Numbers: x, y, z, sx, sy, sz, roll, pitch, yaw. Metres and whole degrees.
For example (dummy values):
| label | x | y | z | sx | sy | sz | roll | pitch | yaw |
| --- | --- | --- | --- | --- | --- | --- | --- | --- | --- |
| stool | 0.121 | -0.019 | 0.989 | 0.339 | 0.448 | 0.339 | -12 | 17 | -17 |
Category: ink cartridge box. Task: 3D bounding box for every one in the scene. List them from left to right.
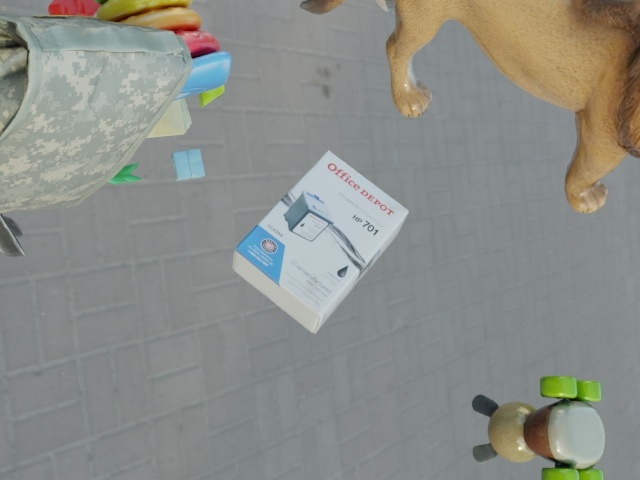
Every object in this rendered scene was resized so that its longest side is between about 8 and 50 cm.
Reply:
| label | x | y | z | sx | sy | sz | roll | pitch | yaw |
| --- | --- | --- | --- | --- | --- | --- | --- | --- | --- |
| ink cartridge box | 0.000 | 0.000 | 1.108 | 0.190 | 0.140 | 0.082 | -49 | 170 | -22 |

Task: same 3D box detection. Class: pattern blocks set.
| label | x | y | z | sx | sy | sz | roll | pitch | yaw |
| --- | --- | --- | --- | --- | --- | --- | --- | --- | --- |
| pattern blocks set | -0.290 | -0.247 | 1.343 | 0.286 | 0.026 | 0.324 | 0 | 85 | -24 |

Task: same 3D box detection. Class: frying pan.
| label | x | y | z | sx | sy | sz | roll | pitch | yaw |
| --- | --- | --- | --- | --- | --- | --- | --- | --- | --- |
| frying pan | -0.581 | -0.061 | 1.501 | 0.053 | 0.326 | 0.197 | -31 | 109 | -16 |

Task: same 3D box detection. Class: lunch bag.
| label | x | y | z | sx | sy | sz | roll | pitch | yaw |
| --- | --- | --- | --- | --- | --- | --- | --- | --- | --- |
| lunch bag | -0.307 | -0.154 | 0.943 | 0.235 | 0.287 | 0.168 | -14 | 75 | -57 |

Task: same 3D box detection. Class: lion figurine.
| label | x | y | z | sx | sy | sz | roll | pitch | yaw |
| --- | --- | --- | --- | --- | --- | --- | --- | --- | --- |
| lion figurine | 0.158 | -0.158 | 0.615 | 0.142 | 0.392 | 0.240 | -62 | 170 | -20 |

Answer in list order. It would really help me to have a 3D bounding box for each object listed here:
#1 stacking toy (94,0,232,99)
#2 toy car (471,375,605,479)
| label | x | y | z | sx | sy | sz | roll | pitch | yaw |
| --- | --- | --- | --- | --- | --- | --- | --- | --- | --- |
| stacking toy | -0.240 | -0.331 | 1.126 | 0.166 | 0.175 | 0.301 | -18 | 97 | -12 |
| toy car | 0.307 | 0.283 | 1.266 | 0.149 | 0.188 | 0.155 | 17 | 71 | -45 |
